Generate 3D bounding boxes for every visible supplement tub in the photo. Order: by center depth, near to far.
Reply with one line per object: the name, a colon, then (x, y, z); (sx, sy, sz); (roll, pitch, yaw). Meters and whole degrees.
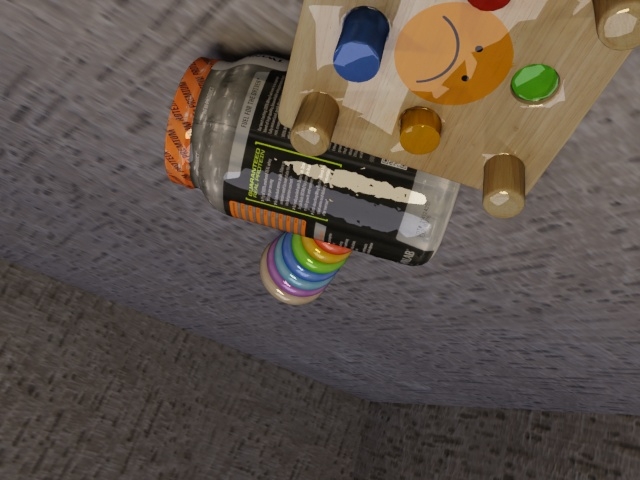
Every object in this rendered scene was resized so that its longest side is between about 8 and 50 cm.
supplement tub: (-0.003, -0.099, 0.721); (0.316, 0.193, 0.193); (16, 159, 2)

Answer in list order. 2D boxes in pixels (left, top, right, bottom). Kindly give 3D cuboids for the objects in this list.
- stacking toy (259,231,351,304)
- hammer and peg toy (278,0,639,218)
stacking toy: (0.000, 0.000, 1.072); (0.141, 0.141, 0.330); (21, 152, -12)
hammer and peg toy: (0.113, -0.193, 0.472); (0.266, 0.127, 0.361); (17, 140, -2)
